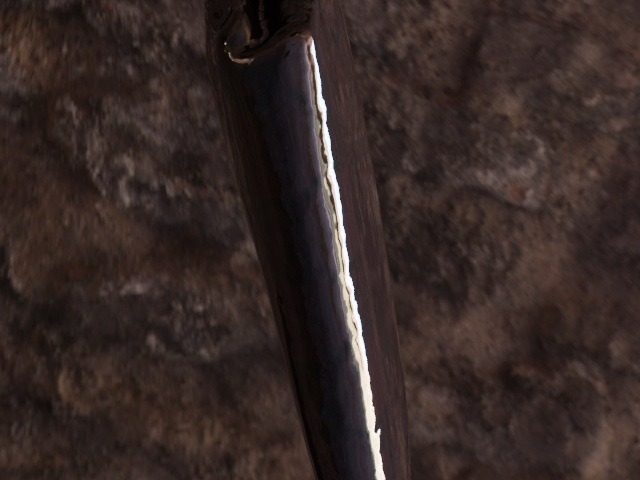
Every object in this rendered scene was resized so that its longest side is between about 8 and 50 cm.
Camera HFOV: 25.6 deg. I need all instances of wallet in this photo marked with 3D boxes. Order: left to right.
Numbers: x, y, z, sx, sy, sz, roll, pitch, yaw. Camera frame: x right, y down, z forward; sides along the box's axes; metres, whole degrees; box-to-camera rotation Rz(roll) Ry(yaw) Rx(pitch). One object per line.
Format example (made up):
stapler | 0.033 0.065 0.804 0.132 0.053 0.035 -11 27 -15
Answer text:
wallet | 0.000 0.000 0.536 0.049 0.182 0.229 -11 -65 4
